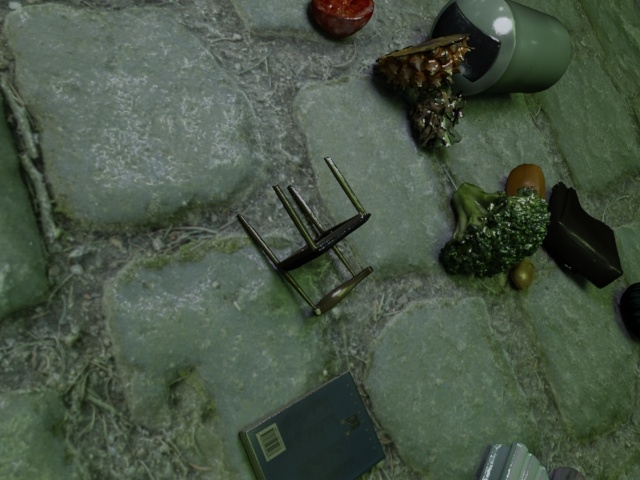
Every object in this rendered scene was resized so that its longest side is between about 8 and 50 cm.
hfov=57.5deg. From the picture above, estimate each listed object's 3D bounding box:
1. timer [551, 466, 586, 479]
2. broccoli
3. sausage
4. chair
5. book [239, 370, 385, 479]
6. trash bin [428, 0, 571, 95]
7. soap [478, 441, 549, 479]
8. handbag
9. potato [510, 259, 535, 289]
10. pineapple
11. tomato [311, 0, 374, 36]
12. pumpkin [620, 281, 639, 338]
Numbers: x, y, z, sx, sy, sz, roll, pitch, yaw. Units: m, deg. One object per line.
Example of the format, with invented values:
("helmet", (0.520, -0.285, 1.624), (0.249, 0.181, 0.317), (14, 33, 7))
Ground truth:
("timer", (0.601, 0.655, 1.381), (0.208, 0.069, 0.191), (51, 48, -27))
("broccoli", (0.433, -0.035, 1.510), (0.288, 0.248, 0.246), (2, 34, -24))
("sausage", (0.576, -0.068, 1.649), (0.112, 0.112, 0.328), (28, 59, -24))
("chair", (0.000, 0.000, 1.170), (0.188, 0.166, 0.272), (-35, 94, -39))
("book", (-0.006, 0.388, 1.104), (0.269, 0.025, 0.191), (-20, 86, -39))
("trash bin", (0.519, -0.562, 1.705), (0.431, 0.280, 0.281), (-10, 78, -41))
("soap", (0.407, 0.610, 1.268), (0.173, 0.095, 0.289), (47, 51, -13))
("handbag", (0.799, -0.022, 1.793), (0.285, 0.113, 0.257), (38, 48, -9))
("potato", (0.558, 0.093, 1.604), (0.083, 0.062, 0.068), (-51, 135, -9))
("pineapple", (0.289, -0.375, 1.529), (0.262, 0.262, 0.272), (-34, 116, -39))
("tomato", (0.052, -0.575, 1.489), (0.159, 0.091, 0.139), (8, 54, -4))
("pumpkin", (1.050, 0.226, 1.857), (0.201, 0.140, 0.202), (15, 64, -34))
